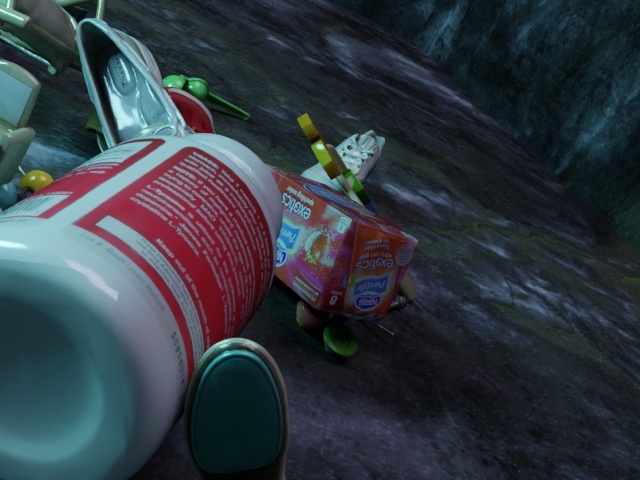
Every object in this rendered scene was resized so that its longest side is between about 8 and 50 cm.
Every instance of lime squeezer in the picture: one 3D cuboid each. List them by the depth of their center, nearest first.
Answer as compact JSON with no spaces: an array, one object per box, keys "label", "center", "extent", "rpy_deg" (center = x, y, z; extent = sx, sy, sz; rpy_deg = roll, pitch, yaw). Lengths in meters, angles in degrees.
[{"label":"lime squeezer","center":[-0.231,-0.262,1.654],"extent":[0.110,0.058,0.310],"rpy_deg":[37,22,12]}]

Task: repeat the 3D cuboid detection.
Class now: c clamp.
[{"label":"c clamp","center":[0.083,0.093,1.383],"extent":[0.137,0.022,0.161],"rpy_deg":[34,23,18]}]

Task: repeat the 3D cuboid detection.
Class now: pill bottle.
[{"label":"pill bottle","center":[-0.175,0.033,0.847],"extent":[0.229,0.229,0.407],"rpy_deg":[33,26,1]}]

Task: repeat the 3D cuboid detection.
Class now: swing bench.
[{"label":"swing bench","center":[-0.449,-0.341,1.255],"extent":[0.255,0.165,0.253],"rpy_deg":[6,-6,13]}]

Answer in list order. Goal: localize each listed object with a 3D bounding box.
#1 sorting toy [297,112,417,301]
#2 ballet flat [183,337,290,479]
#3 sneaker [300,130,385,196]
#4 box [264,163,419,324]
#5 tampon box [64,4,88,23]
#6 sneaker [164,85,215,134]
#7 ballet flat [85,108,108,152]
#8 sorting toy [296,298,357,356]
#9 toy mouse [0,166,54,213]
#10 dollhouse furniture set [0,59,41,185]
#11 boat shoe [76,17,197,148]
[{"label":"sorting toy","center":[0.066,-0.062,1.450],"extent":[0.307,0.041,0.229],"rpy_deg":[55,8,-42]},{"label":"ballet flat","center":[-0.065,0.179,0.741],"extent":[0.086,0.248,0.086],"rpy_deg":[-1,22,0]},{"label":"sneaker","center":[0.043,-0.139,1.666],"extent":[0.111,0.129,0.297],"rpy_deg":[36,23,0]},{"label":"box","center":[0.000,0.000,1.237],"extent":[0.123,0.128,0.257],"rpy_deg":[16,12,-35]},{"label":"tampon box","center":[-0.496,-0.394,1.512],"extent":[0.161,0.101,0.120],"rpy_deg":[16,27,-34]},{"label":"sneaker","center":[-0.173,-0.124,1.324],"extent":[0.221,0.087,0.128],"rpy_deg":[47,10,-47]},{"label":"ballet flat","center":[-0.258,-0.114,1.291],"extent":[0.232,0.073,0.080],"rpy_deg":[47,5,26]},{"label":"sorting toy","center":[0.005,0.120,1.202],"extent":[0.102,0.042,0.061],"rpy_deg":[51,41,12]},{"label":"toy mouse","center":[-0.338,-0.039,1.036],"extent":[0.161,0.031,0.143],"rpy_deg":[48,22,-3]},{"label":"dollhouse furniture set","center":[-0.440,-0.170,0.802],"extent":[0.286,0.198,0.303],"rpy_deg":[31,21,2]},{"label":"boat shoe","center":[-0.242,-0.158,1.195],"extent":[0.320,0.118,0.103],"rpy_deg":[66,12,22]}]
